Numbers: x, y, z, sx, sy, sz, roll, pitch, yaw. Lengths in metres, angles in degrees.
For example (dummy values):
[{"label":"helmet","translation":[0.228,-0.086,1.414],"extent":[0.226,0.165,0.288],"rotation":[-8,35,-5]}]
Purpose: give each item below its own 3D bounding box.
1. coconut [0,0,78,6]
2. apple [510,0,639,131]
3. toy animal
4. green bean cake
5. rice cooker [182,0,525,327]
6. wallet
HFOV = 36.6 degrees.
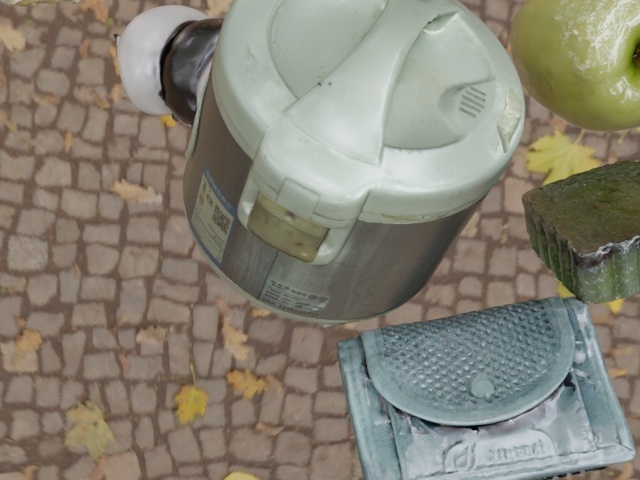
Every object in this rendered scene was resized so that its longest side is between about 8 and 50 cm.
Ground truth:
[{"label":"coconut","translation":[-0.251,-0.315,0.835],"extent":[0.227,0.227,0.231],"rotation":[16,88,-4]},{"label":"apple","translation":[0.422,-0.287,1.441],"extent":[0.279,0.279,0.279],"rotation":[2,73,-8]},{"label":"toy animal","translation":[-0.198,-0.264,1.458],"extent":[0.235,0.165,0.187],"rotation":[22,30,38]},{"label":"green bean cake","translation":[0.348,-0.010,1.143],"extent":[0.173,0.181,0.094],"rotation":[-17,119,-7]},{"label":"rice cooker","translation":[0.020,-0.088,0.872],"extent":[0.288,0.277,0.288],"rotation":[8,56,-12]},{"label":"wallet","translation":[0.205,0.197,1.234],"extent":[0.342,0.075,0.237],"rotation":[-10,62,-2]}]
